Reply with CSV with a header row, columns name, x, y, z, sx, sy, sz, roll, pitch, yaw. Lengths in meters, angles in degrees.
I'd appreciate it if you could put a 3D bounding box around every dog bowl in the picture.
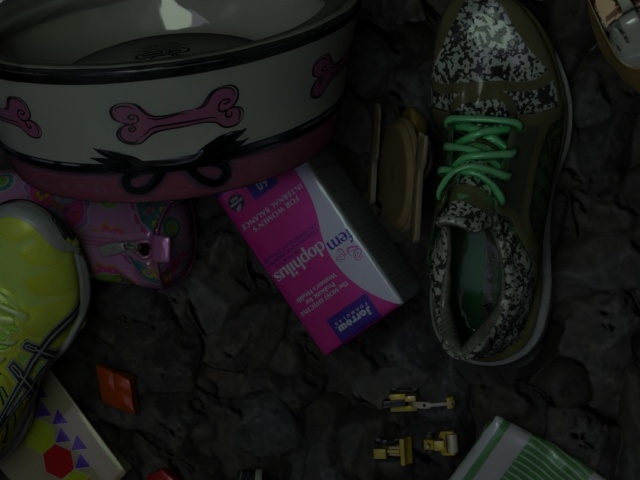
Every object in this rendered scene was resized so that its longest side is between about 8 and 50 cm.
name,x,y,z,sx,sy,sz,roll,pitch,yaw
dog bowl,-0.155,-0.167,1.448,0.408,0.408,0.150,2,115,17

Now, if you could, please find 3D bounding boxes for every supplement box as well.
name,x,y,z,sx,sy,sz,roll,pitch,yaw
supplement box,0.000,0.000,1.553,0.111,0.114,0.220,-36,87,16

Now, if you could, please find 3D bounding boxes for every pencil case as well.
name,x,y,z,sx,sy,sz,roll,pitch,yaw
pencil case,-0.283,-0.015,1.633,0.284,0.124,0.124,9,99,17

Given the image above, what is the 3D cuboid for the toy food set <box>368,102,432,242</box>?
name,x,y,z,sx,sy,sz,roll,pitch,yaw
toy food set,0.094,-0.073,1.491,0.039,0.192,0.132,0,106,-13

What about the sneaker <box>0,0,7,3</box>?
name,x,y,z,sx,sy,sz,roll,pitch,yaw
sneaker,-0.289,-0.327,1.627,0.115,0.105,0.281,37,105,-21

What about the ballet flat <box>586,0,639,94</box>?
name,x,y,z,sx,sy,sz,roll,pitch,yaw
ballet flat,0.304,-0.243,1.452,0.080,0.073,0.232,-30,88,18

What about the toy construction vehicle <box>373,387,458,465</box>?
name,x,y,z,sx,sy,sz,roll,pitch,yaw
toy construction vehicle,0.104,0.211,1.586,0.098,0.035,0.086,0,96,17

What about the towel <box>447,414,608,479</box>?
name,x,y,z,sx,sy,sz,roll,pitch,yaw
towel,0.263,0.371,1.556,0.325,0.038,0.248,35,104,10

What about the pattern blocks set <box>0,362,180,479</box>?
name,x,y,z,sx,sy,sz,roll,pitch,yaw
pattern blocks set,-0.325,0.258,1.725,0.285,0.026,0.325,-31,87,17

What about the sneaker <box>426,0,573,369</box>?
name,x,y,z,sx,sy,sz,roll,pitch,yaw
sneaker,0.173,-0.056,1.457,0.158,0.182,0.410,-1,95,17

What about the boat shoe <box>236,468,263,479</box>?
name,x,y,z,sx,sy,sz,roll,pitch,yaw
boat shoe,-0.121,0.376,1.646,0.079,0.095,0.254,15,110,3

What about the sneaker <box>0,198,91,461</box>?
name,x,y,z,sx,sy,sz,roll,pitch,yaw
sneaker,-0.365,0.132,1.588,0.145,0.147,0.384,23,118,6
